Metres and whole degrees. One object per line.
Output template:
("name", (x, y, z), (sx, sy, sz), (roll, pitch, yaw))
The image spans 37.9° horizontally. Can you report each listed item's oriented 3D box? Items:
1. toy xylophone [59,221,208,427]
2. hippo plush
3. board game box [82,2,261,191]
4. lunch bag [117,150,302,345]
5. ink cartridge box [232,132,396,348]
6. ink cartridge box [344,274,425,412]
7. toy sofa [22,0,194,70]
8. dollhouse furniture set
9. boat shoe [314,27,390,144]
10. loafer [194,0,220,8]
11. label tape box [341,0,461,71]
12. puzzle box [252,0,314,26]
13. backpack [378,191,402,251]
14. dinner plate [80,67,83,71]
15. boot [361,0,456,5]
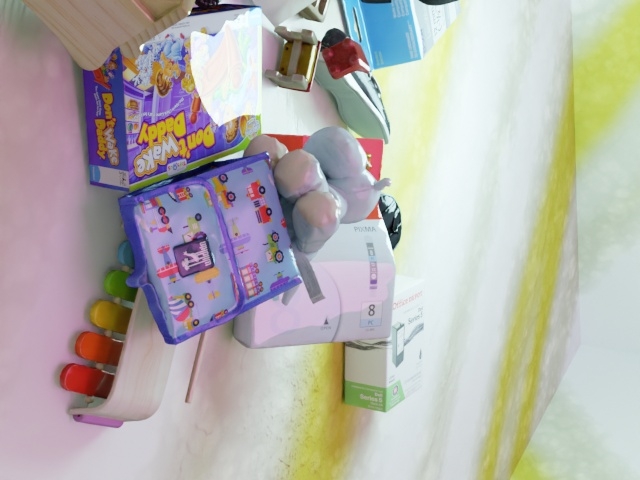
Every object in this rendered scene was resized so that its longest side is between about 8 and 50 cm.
("toy xylophone", (-0.269, 0.144, 1.452), (0.236, 0.081, 0.323), (43, 60, -54))
("hippo plush", (0.017, -0.076, 1.594), (0.236, 0.234, 0.294), (-31, 100, -30))
("board game box", (-0.216, -0.232, 1.439), (0.347, 0.078, 0.233), (-31, 127, -55))
("lunch bag", (-0.186, 0.011, 1.404), (0.293, 0.138, 0.221), (-28, 107, -51))
("ink cartridge box", (0.000, 0.000, 1.740), (0.308, 0.091, 0.385), (-1, 100, -30))
("ink cartridge box", (0.149, 0.230, 2.153), (0.198, 0.114, 0.273), (-19, 113, -57))
("toy sofa", (-0.318, -0.393, 1.120), (0.362, 0.177, 0.150), (44, 36, -32))
("dollhouse furniture set", (0.051, -0.451, 1.742), (0.152, 0.201, 0.374), (16, 86, -72))
("boat shoe", (0.079, -0.310, 1.915), (0.091, 0.114, 0.302), (-64, 146, -19))
("loafer", (-0.234, -0.439, 1.404), (0.080, 0.078, 0.220), (-43, 130, -3))
("label tape box", (0.180, -0.531, 2.038), (0.348, 0.115, 0.249), (-55, 139, -41))
("puzzle box", (-0.065, -0.543, 1.498), (0.409, 0.272, 0.052), (43, 19, -55))
("backpack", (0.072, -0.024, 1.921), (0.188, 0.144, 0.166), (-28, 122, -24))
("dinner plate", (-0.305, -0.295, 1.357), (0.141, 0.017, 0.141), (-20, 114, -55))
("boot", (0.187, -0.621, 1.885), (0.096, 0.264, 0.281), (122, -36, -81))
